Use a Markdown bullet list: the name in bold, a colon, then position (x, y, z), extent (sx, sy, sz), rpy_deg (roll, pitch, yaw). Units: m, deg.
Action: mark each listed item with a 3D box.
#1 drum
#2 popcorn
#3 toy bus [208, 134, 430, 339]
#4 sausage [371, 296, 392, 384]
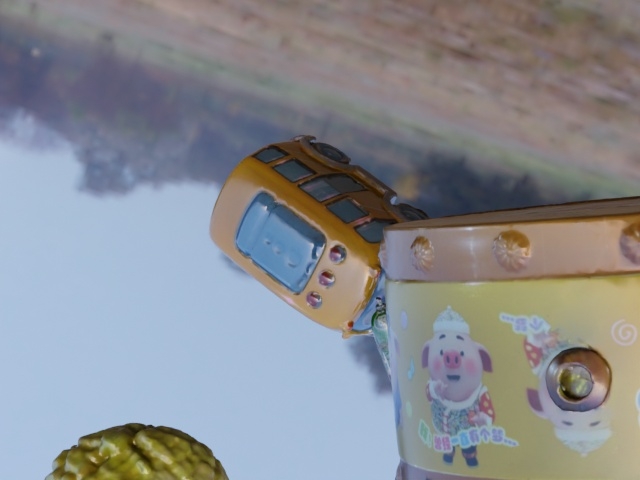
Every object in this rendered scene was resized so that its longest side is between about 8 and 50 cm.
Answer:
- **drum**: position (0.252, 0.075, 1.270), extent (0.431, 0.214, 0.431), rpy_deg (-4, -179, 0)
- **popcorn**: position (-0.218, 0.342, 2.162), extent (0.259, 0.259, 0.212), rpy_deg (18, -148, -20)
- **toy bus**: position (0.000, 0.000, 1.591), extent (0.209, 0.126, 0.136), rpy_deg (37, -157, 25)
- **sausage**: position (0.097, 0.174, 1.525), extent (0.032, 0.269, 0.033), rpy_deg (-21, -177, 1)
